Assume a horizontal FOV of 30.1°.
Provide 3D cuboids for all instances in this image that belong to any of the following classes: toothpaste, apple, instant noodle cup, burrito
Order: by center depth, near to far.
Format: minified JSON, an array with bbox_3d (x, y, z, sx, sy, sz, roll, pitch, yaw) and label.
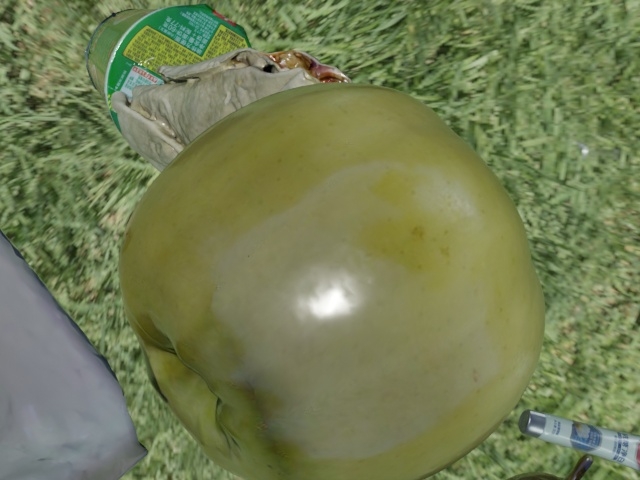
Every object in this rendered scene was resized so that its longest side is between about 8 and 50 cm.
[{"bbox_3d":[0.008,0.032,0.751,0.262,0.262,0.262,-1,96,-7],"label":"apple"},{"bbox_3d":[-0.084,-0.116,1.088,0.076,0.392,0.117,-44,114,-26],"label":"burrito"},{"bbox_3d":[-0.214,-0.228,1.597,0.207,0.232,0.207,-7,109,-22],"label":"instant noodle cup"},{"bbox_3d":[0.408,0.299,1.781,0.239,0.039,0.062,17,74,-15],"label":"toothpaste"}]

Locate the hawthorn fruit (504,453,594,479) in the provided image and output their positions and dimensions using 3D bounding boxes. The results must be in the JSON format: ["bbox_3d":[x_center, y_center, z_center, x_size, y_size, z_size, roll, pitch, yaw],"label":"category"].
[{"bbox_3d":[0.228,0.343,1.216,0.224,0.224,0.261,23,78,-8],"label":"hawthorn fruit"}]

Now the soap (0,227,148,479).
[{"bbox_3d":[-0.335,0.050,0.558,0.435,0.350,0.213,51,126,4],"label":"soap"}]
